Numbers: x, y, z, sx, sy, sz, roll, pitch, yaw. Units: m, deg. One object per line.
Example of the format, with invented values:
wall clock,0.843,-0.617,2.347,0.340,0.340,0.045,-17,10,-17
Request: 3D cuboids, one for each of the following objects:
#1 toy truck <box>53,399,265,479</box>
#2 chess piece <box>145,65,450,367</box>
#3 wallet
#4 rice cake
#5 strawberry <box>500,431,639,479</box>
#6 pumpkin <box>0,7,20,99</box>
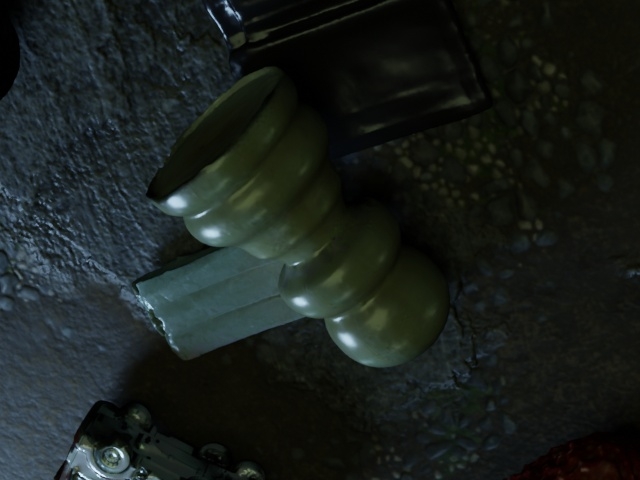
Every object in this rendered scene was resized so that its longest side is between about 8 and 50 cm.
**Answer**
toy truck,-0.172,0.301,1.633,0.270,0.114,0.135,27,113,-1
chess piece,0.000,0.000,1.409,0.182,0.182,0.330,-34,113,25
wallet,0.003,-0.235,1.379,0.247,0.041,0.323,-16,112,21
rice cake,-0.099,0.057,1.541,0.211,0.038,0.124,-26,106,24
strawberry,0.260,0.368,1.494,0.312,0.267,0.351,31,89,-30
pumpkin,-0.404,-0.203,1.427,0.194,0.194,0.150,-15,81,20
